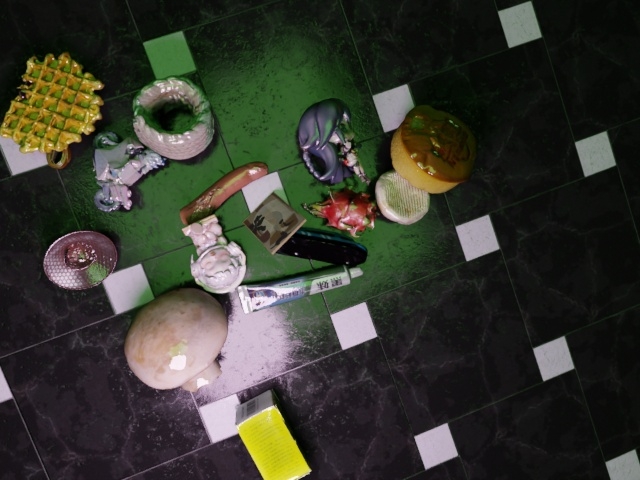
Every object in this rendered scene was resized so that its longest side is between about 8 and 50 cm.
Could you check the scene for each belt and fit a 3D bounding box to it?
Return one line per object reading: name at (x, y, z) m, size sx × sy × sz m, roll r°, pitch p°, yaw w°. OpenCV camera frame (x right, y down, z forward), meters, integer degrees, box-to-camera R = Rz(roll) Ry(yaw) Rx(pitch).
belt at (-0.757, -0.249, 1.351) m, size 0.059 × 0.036 × 0.083 m, roll 13°, pitch 91°, yaw -9°

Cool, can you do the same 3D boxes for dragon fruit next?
dragon fruit at (0.060, -0.098, 1.408) m, size 0.235 × 0.135 × 0.137 m, roll 20°, pitch 117°, yaw 11°

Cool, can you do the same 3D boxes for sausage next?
sausage at (-0.290, -0.148, 1.395) m, size 0.304 × 0.078 × 0.078 m, roll -38°, pitch 97°, yaw -5°

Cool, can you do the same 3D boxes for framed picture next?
framed picture at (-0.140, -0.056, 1.371) m, size 0.136 × 0.201 × 0.010 m, roll -46°, pitch 135°, yaw -3°

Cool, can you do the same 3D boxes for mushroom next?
mushroom at (-0.391, 0.292, 1.338) m, size 0.297 × 0.297 × 0.290 m, roll -30°, pitch 132°, yaw -5°

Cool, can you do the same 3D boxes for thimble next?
thimble at (-0.411, -0.338, 1.310) m, size 0.219 × 0.150 × 0.219 m, roll 2°, pitch 75°, yaw -9°

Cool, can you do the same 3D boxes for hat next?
hat at (-0.700, 0.042, 1.356) m, size 0.193 × 0.082 × 0.193 m, roll -20°, pitch 127°, yaw -28°

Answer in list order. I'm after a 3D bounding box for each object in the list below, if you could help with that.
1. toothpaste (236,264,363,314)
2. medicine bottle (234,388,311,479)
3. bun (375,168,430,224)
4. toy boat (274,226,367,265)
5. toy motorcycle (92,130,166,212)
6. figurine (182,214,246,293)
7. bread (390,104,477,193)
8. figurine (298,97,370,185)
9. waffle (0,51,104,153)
toothpaste at (-0.058, 0.139, 1.443) m, size 0.392 × 0.061 × 0.099 m, roll -14°, pitch 108°, yaw -4°
medicine bottle at (-0.148, 0.603, 1.417) m, size 0.141 × 0.137 × 0.250 m, roll -27°, pitch 97°, yaw -5°
bun at (0.243, -0.129, 1.447) m, size 0.183 × 0.102 × 0.183 m, roll 4°, pitch 74°, yaw -14°
toy boat at (0.000, 0.000, 1.425) m, size 0.298 × 0.134 × 0.092 m, roll 11°, pitch 59°, yaw -11°
toy motorcycle at (-0.547, -0.205, 1.342) m, size 0.204 × 0.108 × 0.239 m, roll -6°, pitch 94°, yaw -7°
figurine at (-0.307, 0.049, 1.368) m, size 0.162 × 0.141 × 0.237 m, roll -21°, pitch 95°, yaw -11°
bread at (0.341, -0.271, 1.395) m, size 0.269 × 0.148 × 0.270 m, roll 8°, pitch 64°, yaw -18°
figurine at (0.037, -0.281, 1.383) m, size 0.197 × 0.175 × 0.265 m, roll -8°, pitch 86°, yaw -2°
waffle at (-0.760, -0.387, 1.318) m, size 0.309 × 0.065 × 0.283 m, roll -28°, pitch 87°, yaw -9°
